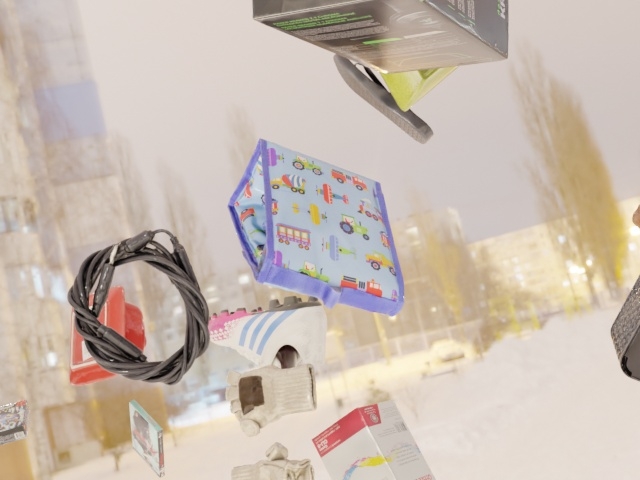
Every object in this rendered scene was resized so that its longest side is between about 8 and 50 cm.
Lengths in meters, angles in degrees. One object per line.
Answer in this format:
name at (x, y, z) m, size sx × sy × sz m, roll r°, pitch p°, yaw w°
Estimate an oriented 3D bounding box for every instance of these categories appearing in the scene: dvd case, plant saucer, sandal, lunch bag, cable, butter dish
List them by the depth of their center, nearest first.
cable at (-0.208, 0.083, 1.026) m, size 0.150 × 0.185 × 0.047 m, roll -20°, pitch -13°, yaw -9°
plant saucer at (0.146, -0.320, 1.319) m, size 0.188 × 0.188 × 0.045 m, roll -42°, pitch 18°, yaw -30°
lunch bag at (0.000, 0.000, 1.319) m, size 0.221 × 0.293 × 0.138 m, roll 18°, pitch -63°, yaw -22°
dvd case at (-0.298, 0.341, 1.526) m, size 0.013 × 0.087 × 0.119 m, roll -27°, pitch -43°, yaw -34°
butter dish at (-0.359, 0.174, 1.563) m, size 0.160 × 0.160 × 0.118 m, roll -18°, pitch -24°, yaw 38°
sandal at (0.129, -0.293, 1.781) m, size 0.054 × 0.254 × 0.097 m, roll -49°, pitch -1°, yaw -5°

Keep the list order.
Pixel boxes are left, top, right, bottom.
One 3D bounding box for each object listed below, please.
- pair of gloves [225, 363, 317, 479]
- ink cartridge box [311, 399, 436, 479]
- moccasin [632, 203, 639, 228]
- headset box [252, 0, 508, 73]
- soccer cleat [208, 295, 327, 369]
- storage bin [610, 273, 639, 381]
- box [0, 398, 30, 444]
pair of gloves at (-0.084, 0.317, 1.399) m, size 0.042 × 0.240 × 0.204 m, roll 9°, pitch -13°, yaw -41°
ink cartridge box at (0.098, 0.400, 1.599) m, size 0.127 × 0.176 × 0.128 m, roll -40°, pitch -24°, yaw 26°
moccasin at (0.746, -0.002, 1.607) m, size 0.380 × 0.139 × 0.147 m, roll 14°, pitch -44°, yaw -16°
headset box at (0.053, -0.285, 0.730) m, size 0.131 × 0.246 × 0.283 m, roll -2°, pitch -1°, yaw 27°
soccer cleat at (-0.111, 0.191, 1.663) m, size 0.116 × 0.143 × 0.331 m, roll 0°, pitch -11°, yaw -39°
storage bin at (0.427, 0.081, 1.017) m, size 0.122 × 0.180 × 0.084 m, roll 21°, pitch 22°, yaw 1°
box at (-0.564, 0.318, 1.497) m, size 0.137 × 0.027 × 0.094 m, roll -15°, pitch 21°, yaw -11°
